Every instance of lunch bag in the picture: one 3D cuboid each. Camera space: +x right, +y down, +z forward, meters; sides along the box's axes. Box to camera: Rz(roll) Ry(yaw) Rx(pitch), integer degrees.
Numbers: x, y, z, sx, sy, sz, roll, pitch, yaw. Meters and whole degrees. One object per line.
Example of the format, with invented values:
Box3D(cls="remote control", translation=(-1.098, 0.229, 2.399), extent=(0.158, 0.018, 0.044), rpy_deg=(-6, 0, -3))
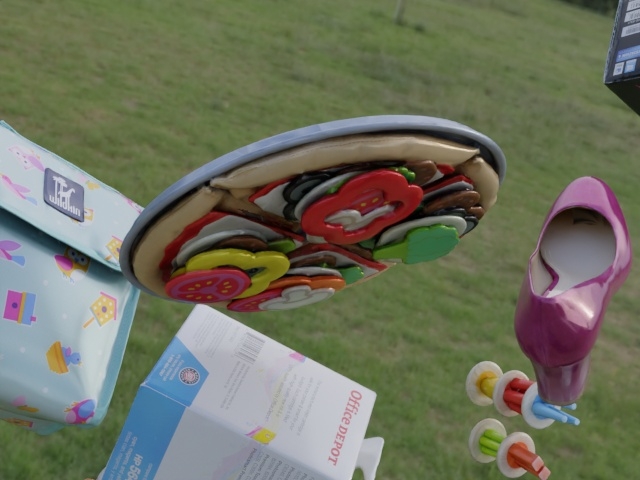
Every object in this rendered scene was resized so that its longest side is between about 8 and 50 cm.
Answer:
Box3D(cls="lunch bag", translation=(-0.291, 0.029, 0.932), extent=(0.223, 0.262, 0.160), rpy_deg=(31, -29, -31))

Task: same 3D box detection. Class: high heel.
Box3D(cls="high heel", translation=(0.199, 0.004, 0.773), extent=(0.082, 0.117, 0.244), rpy_deg=(7, 47, 26))

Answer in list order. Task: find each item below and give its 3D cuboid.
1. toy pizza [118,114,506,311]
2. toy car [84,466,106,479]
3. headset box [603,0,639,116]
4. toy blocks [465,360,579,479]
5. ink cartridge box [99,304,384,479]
Box3D(cls="toy pizza", translation=(0.000, 0.000, 0.492), extent=(0.201, 0.201, 0.032), rpy_deg=(1, 63, -38))
Box3D(cls="toy car", translation=(-0.291, 0.380, 1.572), extent=(0.238, 0.210, 0.219), rpy_deg=(-21, 24, -10))
Box3D(cls="headset box", translation=(0.523, -0.190, 1.143), extent=(0.283, 0.131, 0.246), rpy_deg=(30, -22, -35))
Box3D(cls="toy blocks", translation=(0.223, 0.205, 1.049), extent=(0.054, 0.123, 0.148), rpy_deg=(-9, 10, -26))
Box3D(cls="ink cartridge box", translation=(-0.039, 0.122, 0.575), extent=(0.143, 0.090, 0.092), rpy_deg=(28, 30, 1))
